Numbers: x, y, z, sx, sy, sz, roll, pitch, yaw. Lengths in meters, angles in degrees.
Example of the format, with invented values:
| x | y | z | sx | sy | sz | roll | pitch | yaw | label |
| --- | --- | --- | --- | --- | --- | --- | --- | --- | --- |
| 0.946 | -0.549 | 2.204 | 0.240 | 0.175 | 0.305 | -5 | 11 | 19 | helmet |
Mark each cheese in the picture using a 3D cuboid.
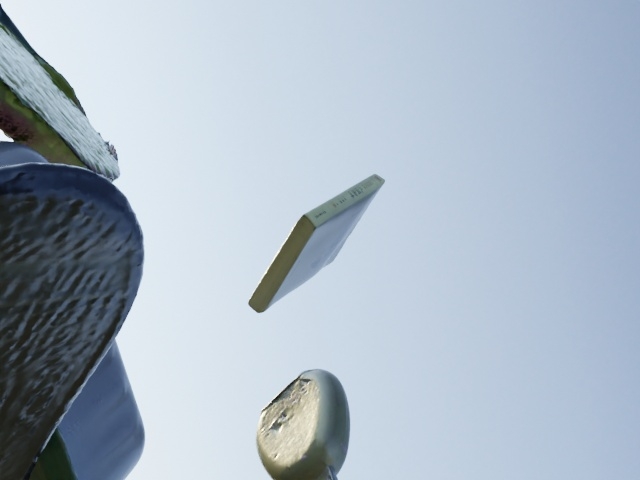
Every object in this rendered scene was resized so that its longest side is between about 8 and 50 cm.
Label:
| x | y | z | sx | sy | sz | roll | pitch | yaw | label |
| --- | --- | --- | --- | --- | --- | --- | --- | --- | --- |
| -0.006 | 0.181 | 0.717 | 0.037 | 0.097 | 0.192 | 41 | 10 | -24 | cheese |

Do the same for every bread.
| x | y | z | sx | sy | sz | roll | pitch | yaw | label |
| --- | --- | --- | --- | --- | --- | --- | --- | --- | --- |
| -0.228 | -0.125 | 0.630 | 0.228 | 0.033 | 0.228 | 51 | 2 | -3 | bread |

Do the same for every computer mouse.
| x | y | z | sx | sy | sz | roll | pitch | yaw | label |
| --- | --- | --- | --- | --- | --- | --- | --- | --- | --- |
| -0.180 | 0.056 | 0.409 | 0.088 | 0.147 | 0.264 | 44 | -67 | 31 | computer mouse |

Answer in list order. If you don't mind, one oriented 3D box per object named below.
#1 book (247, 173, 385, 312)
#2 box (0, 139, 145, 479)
| x | y | z | sx | sy | sz | roll | pitch | yaw | label |
| --- | --- | --- | --- | --- | --- | --- | --- | --- | --- |
| 0.001 | 0.000 | 0.581 | 0.014 | 0.111 | 0.077 | 39 | -60 | 11 | book |
| -0.222 | 0.059 | 0.584 | 0.264 | 0.106 | 0.337 | 8 | -59 | 37 | box |
